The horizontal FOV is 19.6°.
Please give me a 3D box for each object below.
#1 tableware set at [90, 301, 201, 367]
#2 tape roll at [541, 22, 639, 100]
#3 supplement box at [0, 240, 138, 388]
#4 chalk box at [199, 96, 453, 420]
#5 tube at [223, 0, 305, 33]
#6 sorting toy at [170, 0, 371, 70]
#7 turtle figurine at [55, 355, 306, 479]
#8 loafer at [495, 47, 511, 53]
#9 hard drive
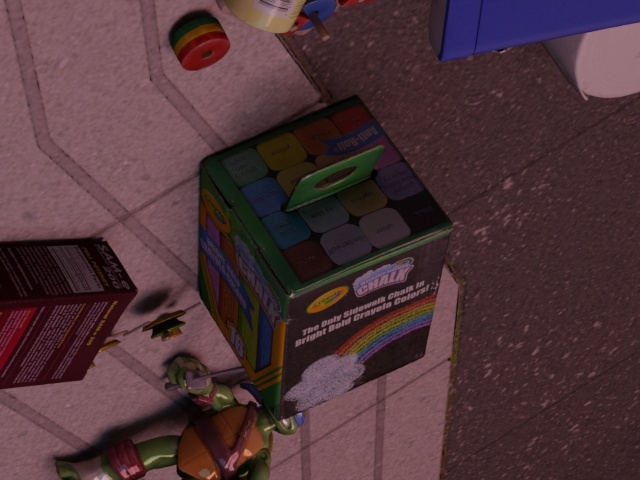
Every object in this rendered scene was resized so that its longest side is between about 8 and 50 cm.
[{"bbox_3d":[-0.193,0.105,1.831,0.154,0.024,0.104,-21,175,-44],"label":"tableware set"},{"bbox_3d":[0.379,-0.291,1.773,0.392,0.072,0.392,-31,159,-13],"label":"tape roll"},{"bbox_3d":[-0.297,0.070,1.656,0.239,0.073,0.130,-2,138,-44],"label":"supplement box"},{"bbox_3d":[0.000,0.000,1.756,0.180,0.179,0.289,-22,148,-20],"label":"chalk box"},{"bbox_3d":[0.002,-0.269,1.397,0.240,0.062,0.070,-60,-173,30],"label":"tube"},{"bbox_3d":[0.011,-0.216,1.539,0.274,0.046,0.132,-37,159,23],"label":"sorting toy"},{"bbox_3d":[-0.135,0.236,1.956,0.266,0.274,0.198,-29,117,-2],"label":"turtle figurine"},{"bbox_3d":[0.164,-0.251,1.611,0.094,0.087,0.251,0,152,9],"label":"loafer"},{"bbox_3d":[0.253,-0.261,1.546,0.319,0.040,0.210,-12,143,-12],"label":"hard drive"}]
